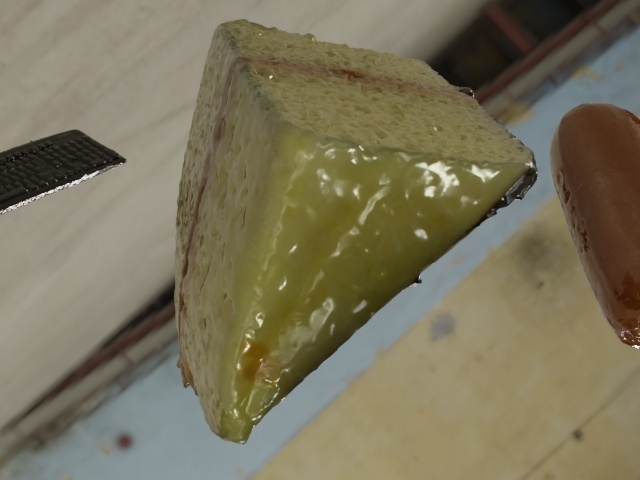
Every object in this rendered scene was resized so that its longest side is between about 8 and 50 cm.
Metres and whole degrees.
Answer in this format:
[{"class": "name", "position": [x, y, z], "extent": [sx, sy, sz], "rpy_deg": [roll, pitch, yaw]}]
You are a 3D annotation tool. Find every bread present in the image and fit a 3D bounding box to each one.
[{"class": "bread", "position": [0.000, 0.000, 0.736], "extent": [0.240, 0.135, 0.178], "rpy_deg": [-120, -137, -69]}]

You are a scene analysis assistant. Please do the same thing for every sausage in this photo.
[{"class": "sausage", "position": [0.201, -0.009, 0.947], "extent": [0.076, 0.076, 0.198], "rpy_deg": [-44, -140, 34]}]

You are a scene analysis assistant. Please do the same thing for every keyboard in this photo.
[{"class": "keyboard", "position": [-0.314, -0.067, 1.496], "extent": [0.250, 0.087, 0.017], "rpy_deg": [-29, 142, -48]}]
